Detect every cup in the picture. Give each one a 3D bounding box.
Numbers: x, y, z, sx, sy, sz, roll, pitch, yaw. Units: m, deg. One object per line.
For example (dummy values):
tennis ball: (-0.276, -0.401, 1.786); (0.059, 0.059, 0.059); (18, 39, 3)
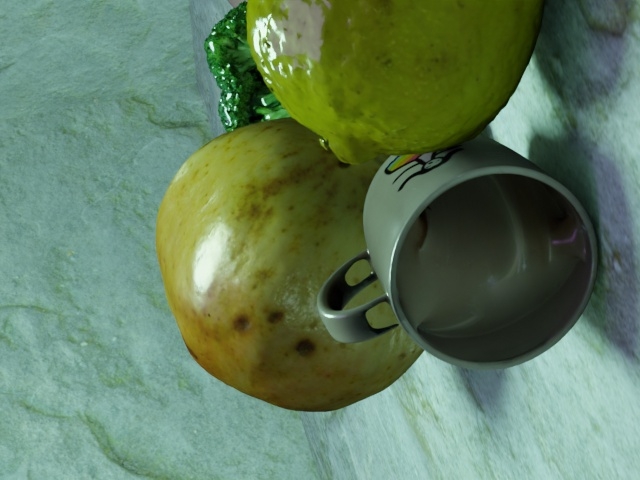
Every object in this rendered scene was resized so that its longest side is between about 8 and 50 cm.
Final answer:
cup: (0.111, 0.012, 1.408); (0.191, 0.253, 0.200); (61, 180, -20)

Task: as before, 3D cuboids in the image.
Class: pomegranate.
pomegranate: (0.000, 0.000, 1.814); (0.410, 0.410, 0.410); (169, 90, -81)

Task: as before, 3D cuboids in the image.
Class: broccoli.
broccoli: (-0.018, -0.209, 2.035); (0.294, 0.265, 0.245); (54, 144, -6)

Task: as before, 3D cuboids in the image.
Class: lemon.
lemon: (0.073, -0.223, 1.329); (0.268, 0.268, 0.321); (-137, 69, -74)

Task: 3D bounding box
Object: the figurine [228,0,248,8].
figurine: (-0.073, -0.410, 2.278); (0.173, 0.173, 0.173); (169, 90, -81)
